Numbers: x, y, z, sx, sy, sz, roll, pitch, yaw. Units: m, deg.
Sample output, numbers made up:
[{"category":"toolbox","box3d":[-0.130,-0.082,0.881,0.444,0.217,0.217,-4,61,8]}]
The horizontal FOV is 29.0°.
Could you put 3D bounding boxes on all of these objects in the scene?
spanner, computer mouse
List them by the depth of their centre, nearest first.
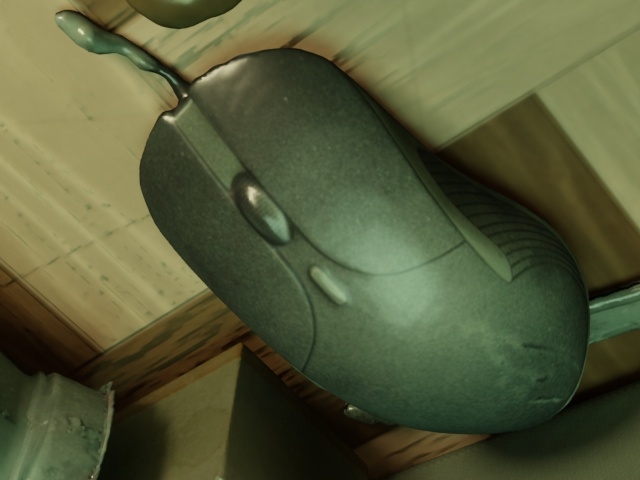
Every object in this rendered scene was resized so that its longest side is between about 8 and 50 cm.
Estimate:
[{"category":"computer mouse","box3d":[0.000,0.000,0.698,0.379,0.090,0.167,37,118,-14]},{"category":"spanner","box3d":[0.146,0.060,0.781,0.302,0.017,0.071,-19,123,17]}]

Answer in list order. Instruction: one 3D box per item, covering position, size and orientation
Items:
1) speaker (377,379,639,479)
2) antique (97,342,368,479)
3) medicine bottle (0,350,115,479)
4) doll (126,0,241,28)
[{"category":"speaker","box3d":[0.162,0.243,0.818,0.406,0.183,0.184,-25,126,20]},{"category":"antique","box3d":[-0.062,0.173,0.795,0.146,0.148,0.152,-30,120,21]},{"category":"medicine bottle","box3d":[-0.288,0.122,0.716,0.290,0.245,0.245,24,124,-14]},{"category":"doll","box3d":[-0.126,-0.240,0.481,0.330,0.174,0.235,27,117,-14]}]
